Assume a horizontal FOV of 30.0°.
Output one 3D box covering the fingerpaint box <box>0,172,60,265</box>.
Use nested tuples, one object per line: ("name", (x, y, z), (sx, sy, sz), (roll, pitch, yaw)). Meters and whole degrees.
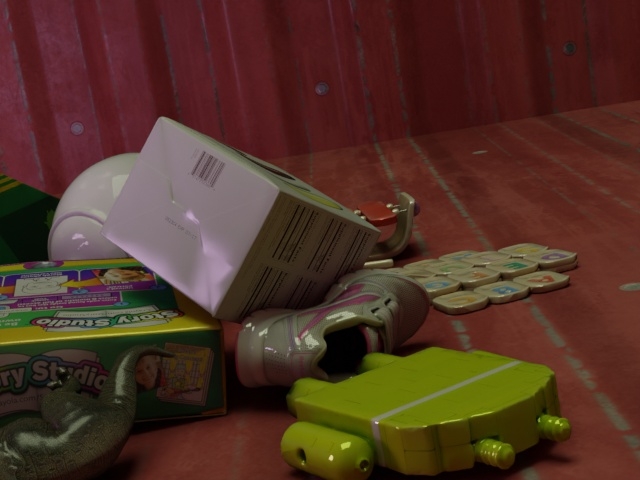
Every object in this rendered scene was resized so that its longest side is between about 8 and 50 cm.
("fingerpaint box", (-0.624, 0.007, 1.734), (0.445, 0.163, 0.371), (-4, -15, 23))

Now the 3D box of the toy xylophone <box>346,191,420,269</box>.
("toy xylophone", (0.000, 0.000, 1.782), (0.323, 0.081, 0.236), (-11, 9, -10))

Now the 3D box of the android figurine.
("android figurine", (0.094, 0.148, 1.041), (0.248, 0.056, 0.273), (-17, 13, -34))

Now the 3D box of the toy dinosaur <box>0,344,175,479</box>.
("toy dinosaur", (-0.249, 0.186, 1.068), (0.314, 0.120, 0.160), (-12, 22, -37))

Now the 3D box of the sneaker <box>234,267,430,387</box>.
("sneaker", (0.037, 0.103, 1.239), (0.111, 0.102, 0.252), (13, 26, 43))

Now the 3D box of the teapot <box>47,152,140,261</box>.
("teapot", (-0.270, 0.018, 1.574), (0.253, 0.255, 0.187), (10, 27, 31))

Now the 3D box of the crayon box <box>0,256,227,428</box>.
("crayon box", (-0.301, 0.108, 1.306), (0.363, 0.106, 0.313), (-4, 14, -10))

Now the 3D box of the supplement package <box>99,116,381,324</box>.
("supplement package", (-0.083, -0.009, 1.296), (0.194, 0.149, 0.203), (33, 7, 34))

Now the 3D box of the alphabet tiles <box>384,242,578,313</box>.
("alphabet tiles", (0.186, 0.046, 1.573), (0.284, 0.021, 0.278), (-13, 12, -18))
